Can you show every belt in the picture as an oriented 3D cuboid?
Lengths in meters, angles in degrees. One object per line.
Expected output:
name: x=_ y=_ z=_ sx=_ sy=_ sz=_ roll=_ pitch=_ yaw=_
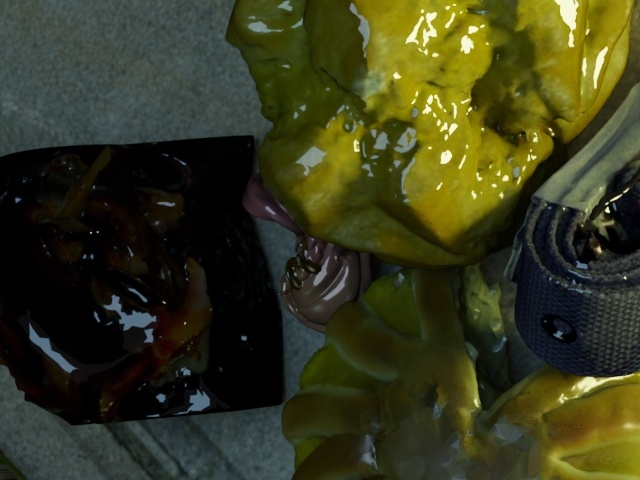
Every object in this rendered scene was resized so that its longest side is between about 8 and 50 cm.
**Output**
belt: x=0.225 y=-0.017 z=1.305 sx=0.139 sy=0.126 sz=0.230 roll=31 pitch=56 yaw=24

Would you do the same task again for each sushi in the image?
sushi: x=-0.174 y=0.033 z=1.497 sx=0.215 sy=0.212 sz=0.227 roll=-7 pitch=85 yaw=23

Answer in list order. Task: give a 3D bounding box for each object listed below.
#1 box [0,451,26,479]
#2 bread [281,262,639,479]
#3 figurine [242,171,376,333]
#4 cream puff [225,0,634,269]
box: x=-0.319 y=0.330 z=1.627 sx=0.175 sy=0.062 sz=0.260 roll=43 pitch=103 yaw=20
bread: x=0.121 y=0.165 z=1.355 sx=0.333 sy=0.160 sz=0.333 roll=-6 pitch=69 yaw=15
figurine: x=0.003 y=-0.005 z=1.474 sx=0.114 sy=0.126 sz=0.157 roll=155 pitch=109 yaw=-65
cream puff: x=0.112 y=-0.127 z=1.346 sx=0.274 sy=0.323 sz=0.270 roll=-26 pitch=97 yaw=31
